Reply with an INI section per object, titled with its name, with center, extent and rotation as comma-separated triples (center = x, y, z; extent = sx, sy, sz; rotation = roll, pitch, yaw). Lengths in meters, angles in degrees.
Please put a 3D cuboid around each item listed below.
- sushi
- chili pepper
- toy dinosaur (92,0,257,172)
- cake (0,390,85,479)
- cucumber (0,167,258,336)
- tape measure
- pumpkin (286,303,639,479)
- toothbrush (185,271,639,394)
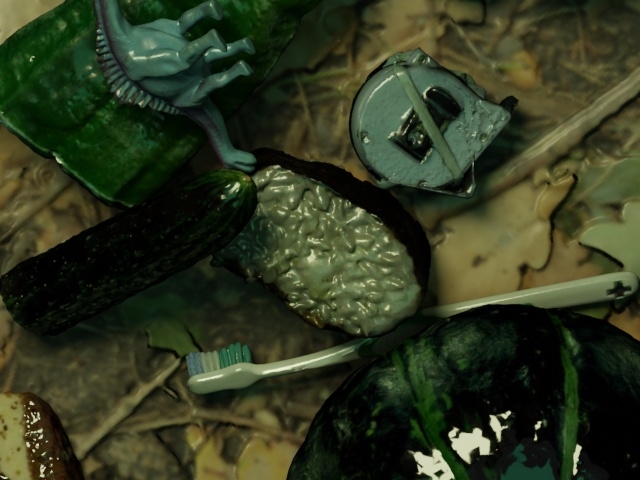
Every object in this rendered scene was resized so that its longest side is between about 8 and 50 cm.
[sushi]
center = 0.000, 0.000, 1.231
extent = 0.150, 0.078, 0.091
rotation = 27, 103, -2
[chili pepper]
center = -0.075, -0.147, 1.182
extent = 0.136, 0.099, 0.270
rotation = 45, 104, -2
[toy dinosaur]
center = -0.087, -0.105, 1.126
extent = 0.080, 0.045, 0.197
rotation = -27, 129, 21
[cake]
center = -0.192, 0.231, 1.259
extent = 0.112, 0.135, 0.246
rotation = -16, 104, 4
[cucumber]
center = -0.112, 0.002, 1.198
extent = 0.214, 0.058, 0.052
rotation = -26, 62, 38
[tape measure]
center = 0.065, -0.071, 1.228
extent = 0.094, 0.054, 0.091
rotation = 24, 97, -9
[pumpkin]
center = 0.122, 0.197, 1.205
extent = 0.315, 0.238, 0.315
rotation = 0, 102, 1
[toothbrush]
center = 0.061, 0.060, 1.274
extent = 0.303, 0.030, 0.030
rotation = -11, 104, 1
